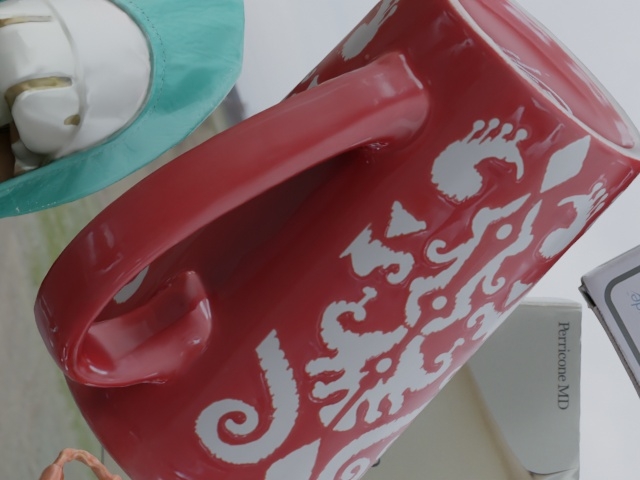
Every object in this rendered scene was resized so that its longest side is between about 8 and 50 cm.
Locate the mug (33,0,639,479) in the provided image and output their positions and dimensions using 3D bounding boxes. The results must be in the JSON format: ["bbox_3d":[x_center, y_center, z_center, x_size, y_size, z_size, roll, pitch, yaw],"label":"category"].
[{"bbox_3d":[0.007,0.006,0.471,0.113,0.169,0.150,45,20,3],"label":"mug"}]

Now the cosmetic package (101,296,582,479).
[{"bbox_3d":[0.013,0.114,1.037,0.113,0.309,0.160,144,-55,-89],"label":"cosmetic package"}]

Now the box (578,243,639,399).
[{"bbox_3d":[0.266,0.021,0.607,0.169,0.290,0.087,61,8,5],"label":"box"}]

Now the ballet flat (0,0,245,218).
[{"bbox_3d":[-0.136,-0.045,0.579,0.087,0.247,0.083,129,-63,-80],"label":"ballet flat"}]

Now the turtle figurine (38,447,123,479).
[{"bbox_3d":[-0.078,0.237,0.623,0.217,0.087,0.270,29,59,-38],"label":"turtle figurine"}]
